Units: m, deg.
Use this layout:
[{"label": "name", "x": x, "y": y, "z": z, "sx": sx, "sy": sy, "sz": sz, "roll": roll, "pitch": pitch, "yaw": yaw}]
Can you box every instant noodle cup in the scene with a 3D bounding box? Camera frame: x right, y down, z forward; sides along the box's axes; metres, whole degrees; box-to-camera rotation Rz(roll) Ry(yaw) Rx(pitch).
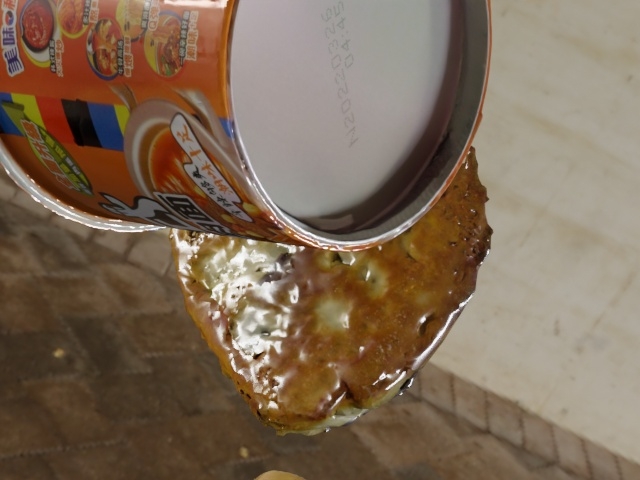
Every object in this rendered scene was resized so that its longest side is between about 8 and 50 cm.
[{"label": "instant noodle cup", "x": -0.038, "y": -0.108, "z": 0.594, "sx": 0.192, "sy": 0.250, "sz": 0.250, "roll": 16, "pitch": 8, "yaw": 43}]

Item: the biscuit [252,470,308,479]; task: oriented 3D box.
[{"label": "biscuit", "x": 0.016, "y": 0.431, "z": 1.119, "sx": 0.365, "sy": 0.385, "sz": 0.062, "roll": 29, "pitch": 37, "yaw": 33}]

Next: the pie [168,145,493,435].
[{"label": "pie", "x": 0.000, "y": 0.000, "z": 0.914, "sx": 0.308, "sy": 0.308, "sz": 0.085, "roll": 41, "pitch": 2, "yaw": 28}]
